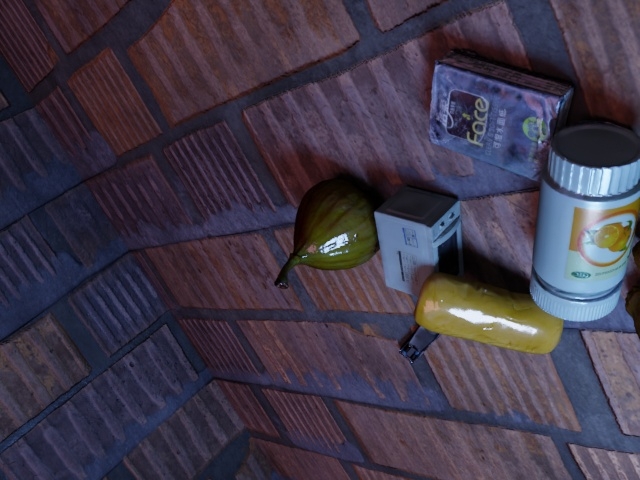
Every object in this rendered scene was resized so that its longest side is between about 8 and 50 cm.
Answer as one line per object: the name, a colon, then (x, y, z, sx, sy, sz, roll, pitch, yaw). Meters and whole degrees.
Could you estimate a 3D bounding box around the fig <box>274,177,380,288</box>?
fig: (0.000, 0.000, 1.486, 0.217, 0.321, 0.216, 25, 134, 28)

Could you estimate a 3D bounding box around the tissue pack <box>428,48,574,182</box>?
tissue pack: (0.307, -0.219, 1.148, 0.236, 0.073, 0.173, 27, 139, 28)

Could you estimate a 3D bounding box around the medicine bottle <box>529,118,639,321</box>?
medicine bottle: (0.444, -0.028, 1.104, 0.158, 0.158, 0.318, 22, 138, 34)

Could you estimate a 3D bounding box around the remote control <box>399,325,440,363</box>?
remote control: (0.260, 0.258, 1.703, 0.059, 0.028, 0.212, 41, 145, 13)

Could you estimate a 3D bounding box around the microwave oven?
microwave oven: (0.217, 0.006, 1.423, 0.162, 0.122, 0.208, 19, 135, 37)

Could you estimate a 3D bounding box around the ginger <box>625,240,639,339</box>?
ginger: (0.586, 0.113, 1.023, 0.274, 0.152, 0.357, 56, 180, 13)

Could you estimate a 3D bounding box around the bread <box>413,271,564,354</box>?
bread: (0.346, 0.157, 1.348, 0.305, 0.091, 0.142, 13, 133, 2)
